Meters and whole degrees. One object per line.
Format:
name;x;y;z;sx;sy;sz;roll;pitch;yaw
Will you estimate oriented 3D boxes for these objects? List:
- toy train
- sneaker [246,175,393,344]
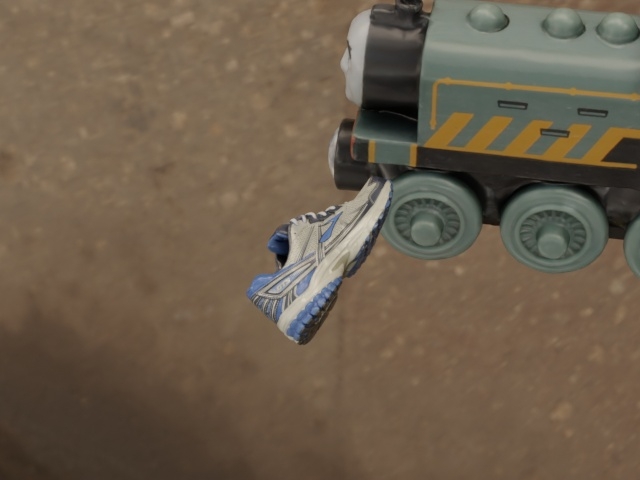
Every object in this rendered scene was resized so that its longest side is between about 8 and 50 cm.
toy train;0.171;-0.080;1.232;0.334;0.142;0.190;7;129;9
sneaker;0.000;0.000;1.120;0.058;0.135;0.052;31;144;7
